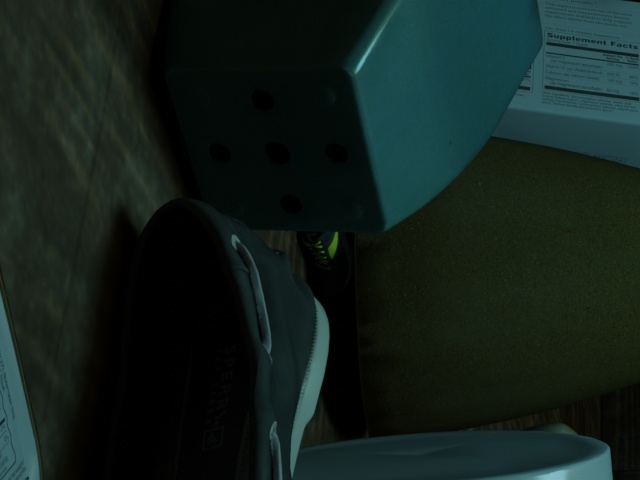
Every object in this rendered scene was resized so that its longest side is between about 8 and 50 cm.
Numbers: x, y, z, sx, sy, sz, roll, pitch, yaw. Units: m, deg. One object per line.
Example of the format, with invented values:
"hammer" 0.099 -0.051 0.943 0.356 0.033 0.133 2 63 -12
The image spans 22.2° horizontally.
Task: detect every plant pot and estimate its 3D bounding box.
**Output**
"plant pot" 0.014 -0.115 0.922 0.234 0.166 0.165 -65 149 -47
"plant pot" 0.160 0.029 1.187 0.237 0.254 0.237 -1 90 -83

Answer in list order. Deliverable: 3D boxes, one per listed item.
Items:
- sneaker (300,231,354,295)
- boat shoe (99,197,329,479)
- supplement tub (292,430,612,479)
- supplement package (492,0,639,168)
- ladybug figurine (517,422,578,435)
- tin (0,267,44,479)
"sneaker" 0.000 0.000 1.099 0.035 0.031 0.083 -26 119 -47
"boat shoe" -0.061 0.121 0.705 0.095 0.112 0.335 50 29 -37
"supplement tub" 0.066 0.275 0.863 0.235 0.235 0.324 -4 90 -75
"supplement package" 0.202 -0.081 1.334 0.204 0.262 0.145 96 3 -50
"ladybug figurine" 0.173 0.347 1.391 0.305 0.162 0.449 -70 153 -55
"tin" -0.136 0.049 0.549 0.106 0.040 0.189 -68 151 -68
